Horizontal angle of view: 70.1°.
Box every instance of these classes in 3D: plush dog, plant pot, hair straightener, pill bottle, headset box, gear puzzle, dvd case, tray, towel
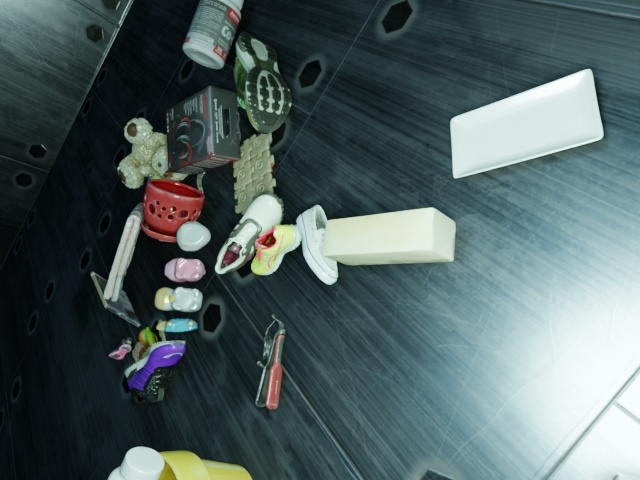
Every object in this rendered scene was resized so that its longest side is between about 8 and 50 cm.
[{"bbox_3d":[-0.573,-0.297,1.650,0.225,0.210,0.263,28,116,6],"label":"plush dog"},{"bbox_3d":[-0.286,0.617,1.046,0.254,0.239,0.254,-17,64,37],"label":"plant pot"},{"bbox_3d":[-0.137,0.303,1.157,0.089,0.047,0.231,-11,67,39],"label":"hair straightener"},{"bbox_3d":[-0.395,0.528,0.935,0.108,0.108,0.180,27,94,44],"label":"pill bottle"},{"bbox_3d":[-0.372,-0.347,1.466,0.293,0.110,0.218,-6,86,42],"label":"headset box"},{"bbox_3d":[-0.191,-0.168,1.386,0.175,0.044,0.339,-22,64,33],"label":"gear puzzle"},{"bbox_3d":[-0.395,-0.812,1.714,0.161,0.161,0.283,18,87,44],"label":"pill bottle"},{"bbox_3d":[-0.749,0.213,1.666,0.018,0.164,0.221,-44,47,-7],"label":"dvd case"},{"bbox_3d":[-0.502,-0.098,1.535,0.191,0.191,0.174,35,113,43],"label":"plant pot"},{"bbox_3d":[0.386,-0.214,0.883,0.270,0.030,0.145,-13,68,39],"label":"tray"},{"bbox_3d":[-0.707,0.030,1.672,0.317,0.053,0.332,-70,21,6],"label":"towel"}]

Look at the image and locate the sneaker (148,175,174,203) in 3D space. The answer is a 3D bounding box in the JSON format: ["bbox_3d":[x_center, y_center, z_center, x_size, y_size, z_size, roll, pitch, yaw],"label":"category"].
[{"bbox_3d":[-0.652,-0.230,1.785,0.126,0.091,0.240,-42,52,24],"label":"sneaker"}]

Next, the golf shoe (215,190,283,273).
[{"bbox_3d":[-0.195,-0.012,1.258,0.273,0.105,0.120,-54,3,20],"label":"golf shoe"}]

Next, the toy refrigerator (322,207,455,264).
[{"bbox_3d":[0.141,-0.006,0.979,0.269,0.102,0.094,-4,72,42],"label":"toy refrigerator"}]

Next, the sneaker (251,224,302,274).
[{"bbox_3d":[-0.141,0.019,1.221,0.208,0.094,0.082,-47,49,35],"label":"sneaker"}]

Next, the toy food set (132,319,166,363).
[{"bbox_3d":[-0.600,0.369,1.557,0.192,0.038,0.132,-46,50,21],"label":"toy food set"}]

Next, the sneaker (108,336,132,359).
[{"bbox_3d":[-0.728,0.393,1.668,0.119,0.047,0.057,-33,41,25],"label":"sneaker"}]

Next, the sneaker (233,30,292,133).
[{"bbox_3d":[-0.208,-0.471,1.463,0.182,0.158,0.411,-48,43,44],"label":"sneaker"}]

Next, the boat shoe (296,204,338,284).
[{"bbox_3d":[0.000,0.000,1.117,0.076,0.083,0.226,-43,50,24],"label":"boat shoe"}]

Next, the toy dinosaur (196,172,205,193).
[{"bbox_3d":[-0.408,-0.293,1.611,0.118,0.064,0.268,25,96,38],"label":"toy dinosaur"}]

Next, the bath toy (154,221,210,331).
[{"bbox_3d":[-0.432,0.114,1.447,0.129,0.151,0.349,114,163,-77],"label":"bath toy"}]

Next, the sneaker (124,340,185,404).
[{"bbox_3d":[-0.501,0.421,1.417,0.293,0.102,0.146,-40,56,31],"label":"sneaker"}]
